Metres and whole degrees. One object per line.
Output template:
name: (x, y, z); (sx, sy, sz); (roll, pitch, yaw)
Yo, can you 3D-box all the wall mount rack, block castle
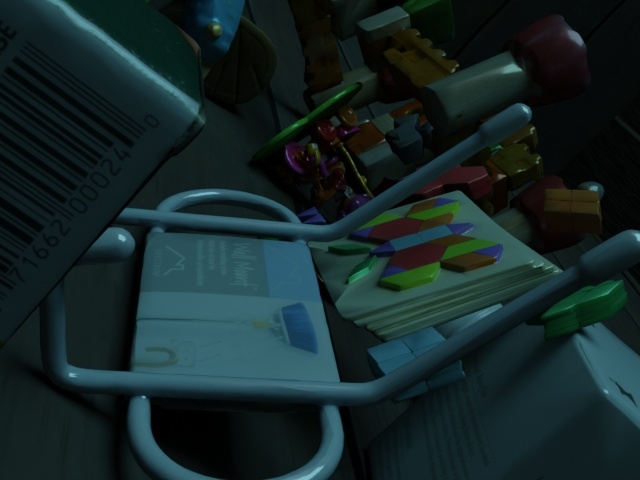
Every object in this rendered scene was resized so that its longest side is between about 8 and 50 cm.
wall mount rack: (0.000, 0.000, 0.596); (0.304, 0.131, 0.350); (3, 27, -9)
block castle: (0.141, -0.190, 1.174); (0.453, 0.212, 0.303); (53, -17, 45)

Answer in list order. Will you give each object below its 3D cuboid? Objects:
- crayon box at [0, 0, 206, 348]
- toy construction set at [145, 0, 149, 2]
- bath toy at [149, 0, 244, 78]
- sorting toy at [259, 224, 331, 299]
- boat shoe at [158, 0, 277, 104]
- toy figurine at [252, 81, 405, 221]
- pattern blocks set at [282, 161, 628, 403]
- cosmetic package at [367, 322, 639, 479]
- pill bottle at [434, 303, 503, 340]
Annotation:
crayon box: (-0.222, -0.076, 0.317); (0.318, 0.202, 0.081); (37, 17, -23)
toy construction set: (-0.214, -0.131, 0.583); (0.257, 0.237, 0.309); (15, -4, 6)
bath toy: (-0.239, -0.261, 0.871); (0.348, 0.151, 0.129); (30, -17, -31)
sorting toy: (-0.005, 0.010, 0.897); (0.102, 0.042, 0.061); (38, 18, -20)
boat shoe: (-0.189, -0.279, 1.059); (0.342, 0.123, 0.123); (35, 10, -40)
toy figurine: (0.028, -0.065, 1.077); (0.159, 0.130, 0.173); (53, 38, -1)
pattern blocks set: (0.071, 0.010, 0.718); (0.325, 0.285, 0.026); (30, -42, 61)
cosmetic package: (0.148, 0.158, 0.645); (0.151, 0.184, 0.151); (40, 17, -15)
pill bottle: (0.175, 0.148, 0.843); (0.221, 0.124, 0.124); (53, 19, 26)
